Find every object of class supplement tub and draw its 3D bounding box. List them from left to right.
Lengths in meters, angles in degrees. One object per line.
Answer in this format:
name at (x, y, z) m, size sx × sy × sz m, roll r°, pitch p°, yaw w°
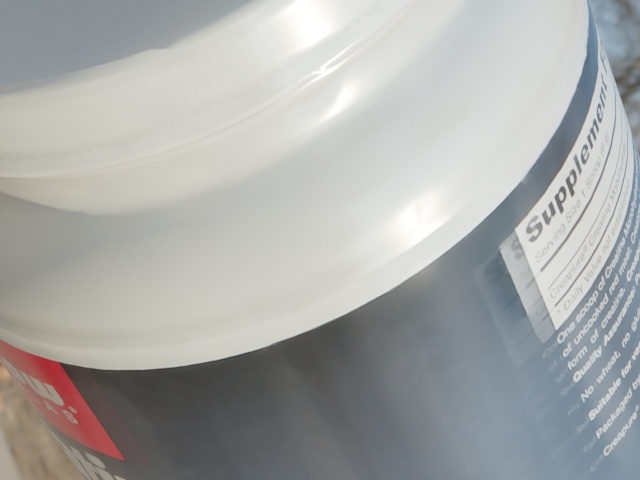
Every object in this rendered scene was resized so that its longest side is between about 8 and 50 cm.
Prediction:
supplement tub at (0.000, 0.000, 0.540) m, size 0.272 × 0.191 × 0.191 m, roll 63°, pitch 0°, yaw -40°
